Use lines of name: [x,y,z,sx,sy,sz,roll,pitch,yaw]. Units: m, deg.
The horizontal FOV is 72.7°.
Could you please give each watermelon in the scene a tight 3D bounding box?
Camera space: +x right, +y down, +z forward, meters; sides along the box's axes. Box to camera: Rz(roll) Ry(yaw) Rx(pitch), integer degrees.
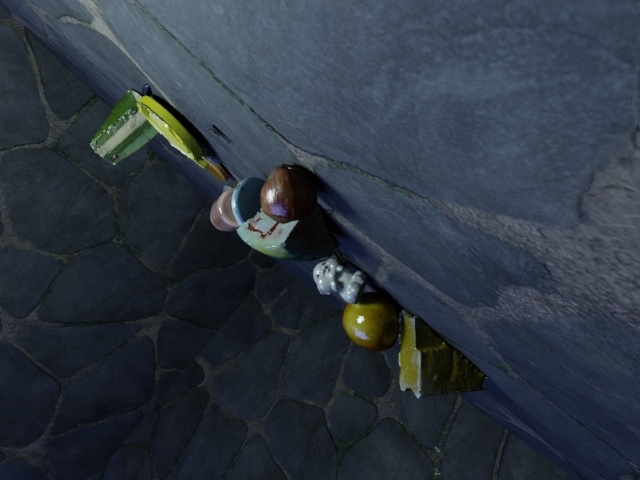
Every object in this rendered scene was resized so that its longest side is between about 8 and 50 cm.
watermelon: [-0.076,-0.038,1.291,0.262,0.201,0.213,13,-173,-40]

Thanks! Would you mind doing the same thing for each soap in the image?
soap: [0.467,0.409,1.630,0.339,0.304,0.169,1,178,-22]

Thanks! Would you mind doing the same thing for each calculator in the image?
calculator: [-0.166,-0.072,1.395,0.042,0.188,0.302,-1,143,44]

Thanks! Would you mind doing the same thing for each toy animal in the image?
toy animal: [0.074,0.151,1.597,0.193,0.127,0.178,18,164,24]

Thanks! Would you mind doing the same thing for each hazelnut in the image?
hazelnut: [-0.079,-0.113,1.037,0.143,0.143,0.154,42,-173,-14]

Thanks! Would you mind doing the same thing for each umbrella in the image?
umbrella: [-0.300,-0.315,1.283,0.083,0.020,0.031,36,172,-7]

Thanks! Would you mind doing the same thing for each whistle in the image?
whistle: [-0.426,-0.325,1.668,0.100,0.035,0.035,43,170,-25]

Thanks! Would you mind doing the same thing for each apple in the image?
apple: [0.201,0.312,1.654,0.237,0.236,0.208,46,166,-34]

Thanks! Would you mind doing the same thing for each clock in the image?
clock: [-0.531,-0.407,1.575,0.277,0.071,0.293,37,169,21]

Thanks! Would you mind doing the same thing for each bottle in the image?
bottle: [-0.395,-0.141,1.939,0.173,0.206,0.297,7,171,-23]

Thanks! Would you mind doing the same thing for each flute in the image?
flute: [0.073,0.078,1.644,0.027,0.027,0.233,35,169,29]

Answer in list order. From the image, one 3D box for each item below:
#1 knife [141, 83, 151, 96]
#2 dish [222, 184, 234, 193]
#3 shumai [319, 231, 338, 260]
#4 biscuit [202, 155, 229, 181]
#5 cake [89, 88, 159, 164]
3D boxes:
knife: [-0.599,-0.516,1.498,0.031,0.018,0.121,51,167,-20]
dish: [-0.394,-0.141,2.194,0.316,0.106,0.316,39,170,8]
shumai: [-0.011,0.005,1.466,0.105,0.139,0.123,-58,-49,-69]
biscuit: [-0.493,-0.348,1.799,0.289,0.044,0.202,39,170,12]
cake: [-0.736,-0.431,1.693,0.172,0.283,0.158,12,156,35]
